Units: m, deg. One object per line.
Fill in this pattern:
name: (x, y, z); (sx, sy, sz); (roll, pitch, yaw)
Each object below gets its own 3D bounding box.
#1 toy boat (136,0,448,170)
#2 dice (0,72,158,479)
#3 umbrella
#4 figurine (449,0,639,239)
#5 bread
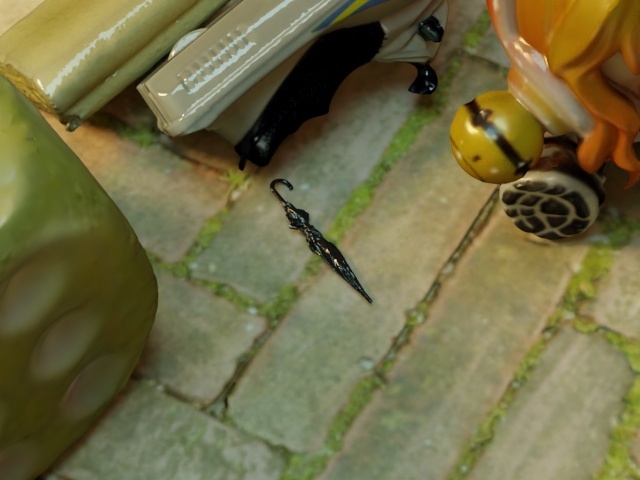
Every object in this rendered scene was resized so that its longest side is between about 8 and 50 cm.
toy boat: (0.005, -0.142, 1.057); (0.269, 0.141, 0.141); (-25, 60, -6)
dice: (-0.255, 0.020, 0.937); (0.227, 0.238, 0.233); (-44, 65, -15)
umbrella: (-0.003, 0.001, 1.042); (0.022, 0.013, 0.122); (-19, 56, -28)
figurine: (0.203, -0.157, 0.922); (0.320, 0.323, 0.196); (-29, 61, -9)
bread: (-0.151, -0.163, 1.112); (0.178, 0.060, 0.139); (-42, 34, -13)
